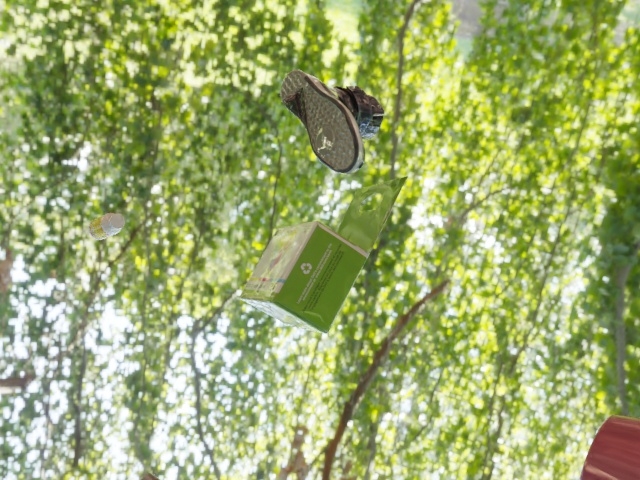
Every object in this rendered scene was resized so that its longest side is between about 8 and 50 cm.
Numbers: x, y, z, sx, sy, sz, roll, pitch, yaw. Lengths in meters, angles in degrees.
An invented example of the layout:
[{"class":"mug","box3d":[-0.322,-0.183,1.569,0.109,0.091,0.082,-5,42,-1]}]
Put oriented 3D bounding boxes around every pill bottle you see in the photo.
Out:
[{"class":"pill bottle","box3d":[-0.419,-0.029,1.399,0.043,0.043,0.083,-9,175,-45]}]

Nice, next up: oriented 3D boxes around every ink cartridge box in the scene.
[{"class":"ink cartridge box","box3d":[0.000,0.000,1.059,0.097,0.255,0.189,31,167,-16]}]

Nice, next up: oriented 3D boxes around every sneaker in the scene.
[{"class":"sneaker","box3d":[0.050,-0.172,1.099,0.163,0.086,0.226,13,-145,-40]}]

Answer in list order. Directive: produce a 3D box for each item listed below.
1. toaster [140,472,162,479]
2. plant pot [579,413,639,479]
[{"class":"toaster","box3d":[-0.313,0.512,1.213,0.110,0.186,0.168,32,-153,10]},{"class":"plant pot","box3d":[0.403,0.290,0.805,0.180,0.201,0.201,16,-162,39]}]
